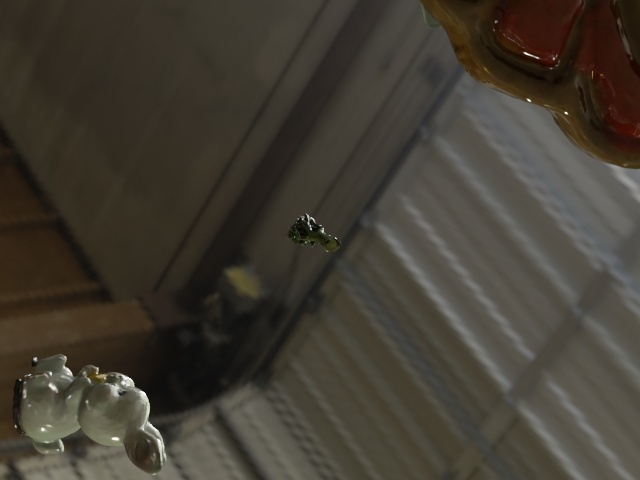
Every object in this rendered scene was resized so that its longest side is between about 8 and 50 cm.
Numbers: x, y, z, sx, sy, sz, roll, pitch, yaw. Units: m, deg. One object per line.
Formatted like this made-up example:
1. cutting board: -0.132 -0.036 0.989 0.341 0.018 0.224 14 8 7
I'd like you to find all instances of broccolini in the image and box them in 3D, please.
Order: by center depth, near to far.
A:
1. broccolini: 0.000 0.000 1.596 0.035 0.030 0.140 44 175 -15

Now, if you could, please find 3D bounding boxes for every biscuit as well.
1. biscuit: 0.225 -0.232 1.132 0.381 0.359 0.074 47 168 -13

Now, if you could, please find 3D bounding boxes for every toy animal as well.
1. toy animal: -0.181 0.138 1.374 0.124 0.085 0.071 6 177 3

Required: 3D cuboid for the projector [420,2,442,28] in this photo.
1. projector: 0.107 -0.234 1.198 0.061 0.147 0.115 -2 -161 28
